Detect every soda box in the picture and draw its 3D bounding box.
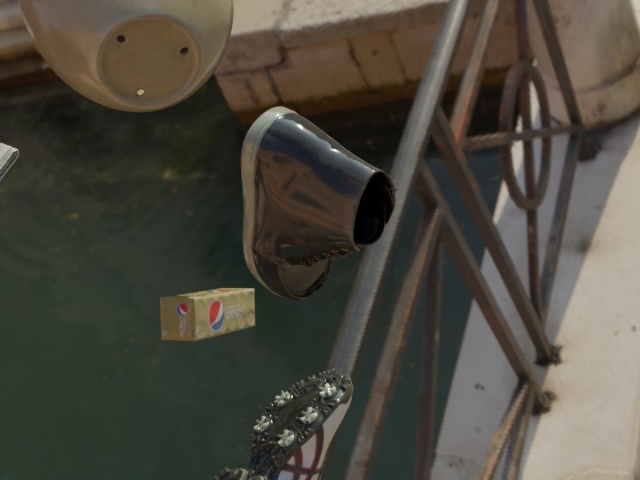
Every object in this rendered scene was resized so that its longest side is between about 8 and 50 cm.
[{"bbox_3d":[-0.162,0.107,1.295,0.058,0.181,0.061,-1,91,24],"label":"soda box"}]

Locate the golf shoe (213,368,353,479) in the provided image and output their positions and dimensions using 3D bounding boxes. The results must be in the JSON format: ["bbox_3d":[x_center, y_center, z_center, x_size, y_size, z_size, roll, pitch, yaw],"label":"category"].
[{"bbox_3d":[-0.040,0.291,1.136,0.273,0.120,0.105,-50,29,-13],"label":"golf shoe"}]

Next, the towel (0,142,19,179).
[{"bbox_3d":[-0.602,-0.126,1.544,0.152,0.023,0.113,16,66,39],"label":"towel"}]

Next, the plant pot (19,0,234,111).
[{"bbox_3d":[-0.234,-0.276,1.124,0.284,0.284,0.191,-31,44,6],"label":"plant pot"}]

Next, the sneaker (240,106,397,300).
[{"bbox_3d":[0.000,0.000,0.744,0.118,0.222,0.083,33,62,27],"label":"sneaker"}]
